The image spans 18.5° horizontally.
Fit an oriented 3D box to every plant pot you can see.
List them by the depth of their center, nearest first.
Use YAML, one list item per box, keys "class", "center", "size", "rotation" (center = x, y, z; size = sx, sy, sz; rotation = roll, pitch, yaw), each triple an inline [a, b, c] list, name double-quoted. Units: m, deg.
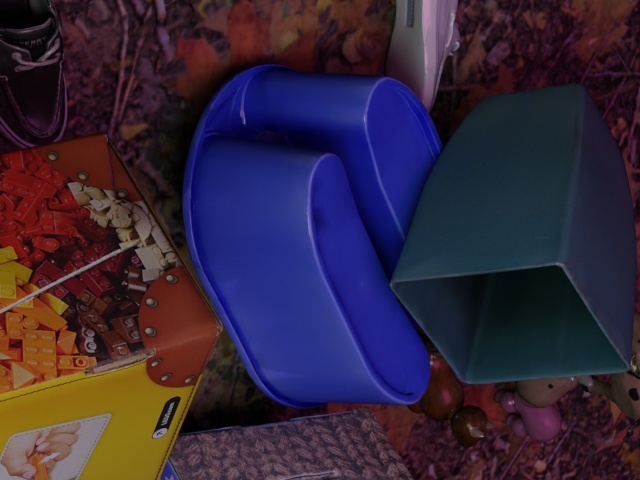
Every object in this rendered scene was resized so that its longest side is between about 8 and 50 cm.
- class: "plant pot"
  center: [0.191, -0.017, 1.772]
  size: [0.165, 0.166, 0.234]
  rotation: [52, 43, -42]

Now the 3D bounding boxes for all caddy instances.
- class: "caddy"
  center: [0.000, 0.000, 1.793]
  size: [0.241, 0.179, 0.341]
  rotation: [-53, 131, -37]

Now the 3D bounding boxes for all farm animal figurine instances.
- class: "farm animal figurine"
  center: [0.246, 0.080, 1.997]
  size: [0.330, 0.172, 0.326]
  rotation: [-4, 108, -35]

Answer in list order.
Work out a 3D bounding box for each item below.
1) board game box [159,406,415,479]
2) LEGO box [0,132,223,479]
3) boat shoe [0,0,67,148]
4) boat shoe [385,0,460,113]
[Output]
- class: "board game box"
  center: [-0.069, 0.310, 1.800]
  size: [0.232, 0.141, 0.291]
  rotation: [-4, 137, -35]
- class: "LEGO box"
  center: [-0.329, 0.185, 1.457]
  size: [0.373, 0.193, 0.500]
  rotation: [-14, 147, -32]
- class: "boat shoe"
  center: [-0.251, -0.167, 1.613]
  size: [0.078, 0.070, 0.219]
  rotation: [-28, 121, -25]
- class: "boat shoe"
  center: [0.104, -0.200, 1.870]
  size: [0.063, 0.066, 0.184]
  rotation: [-5, 100, -34]
